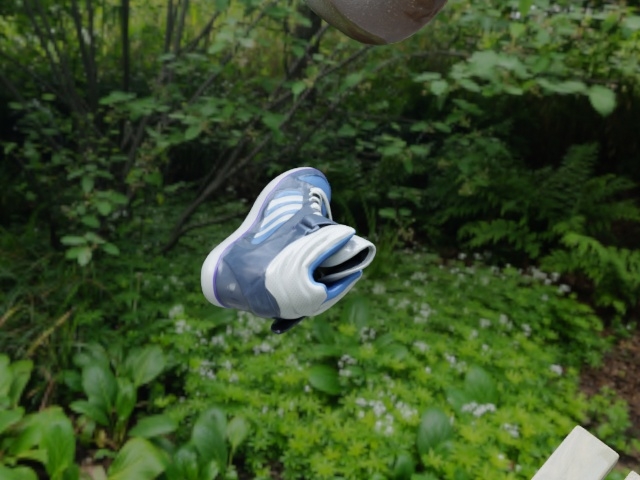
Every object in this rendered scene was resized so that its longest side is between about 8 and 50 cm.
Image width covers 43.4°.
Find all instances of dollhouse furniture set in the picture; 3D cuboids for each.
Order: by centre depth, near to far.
[{"bbox_3d":[0.278,0.308,0.817,0.144,0.123,0.151,-42,57,-19],"label":"dollhouse furniture set"}]

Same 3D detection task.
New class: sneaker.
[{"bbox_3d":[0.000,0.000,1.175,0.236,0.130,0.323,2,35,34],"label":"sneaker"}]

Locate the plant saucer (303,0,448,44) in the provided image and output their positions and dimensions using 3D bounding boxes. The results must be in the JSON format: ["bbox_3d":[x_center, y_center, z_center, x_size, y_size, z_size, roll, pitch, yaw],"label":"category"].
[{"bbox_3d":[0.007,-0.187,0.356,0.036,0.199,0.198,-11,22,-26],"label":"plant saucer"}]
